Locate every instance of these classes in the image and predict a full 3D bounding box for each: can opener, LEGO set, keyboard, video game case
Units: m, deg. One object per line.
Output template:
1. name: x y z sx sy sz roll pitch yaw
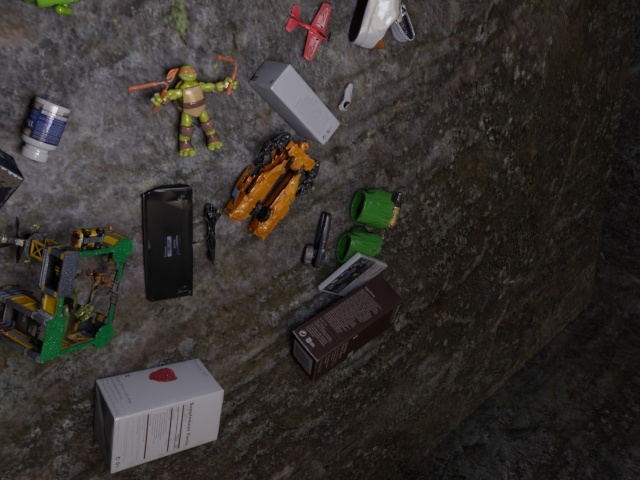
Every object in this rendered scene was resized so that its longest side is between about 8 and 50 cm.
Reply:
1. can opener: 0.000 0.000 1.564 0.073 0.059 0.185 8 106 -41
2. LEGO set: -0.583 0.097 1.096 0.255 0.192 0.330 -29 137 -63
3. keyboard: -0.359 0.006 1.295 0.202 0.033 0.316 -7 117 -30
4. video game case: 0.110 0.120 1.675 0.190 0.022 0.173 -42 145 22

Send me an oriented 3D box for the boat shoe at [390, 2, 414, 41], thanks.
1. boat shoe: 0.220 -0.650 1.414 0.066 0.063 0.184 -41 131 -15

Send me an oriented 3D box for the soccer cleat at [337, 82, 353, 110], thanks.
1. soccer cleat: 0.078 -0.414 1.436 0.029 0.036 0.083 19 99 -43

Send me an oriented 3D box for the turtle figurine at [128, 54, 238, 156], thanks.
1. turtle figurine: -0.307 -0.308 1.141 0.270 0.087 0.217 -30 136 -35

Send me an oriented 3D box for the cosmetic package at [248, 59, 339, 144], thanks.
1. cosmetic package: -0.065 -0.358 1.294 0.085 0.117 0.231 -54 135 -5

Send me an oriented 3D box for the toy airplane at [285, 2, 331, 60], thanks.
1. toy airplane: -0.031 -0.550 1.285 0.151 0.028 0.151 -17 120 -33

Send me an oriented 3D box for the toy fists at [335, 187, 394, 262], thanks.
1. toy fists: 0.151 -0.042 1.645 0.143 0.096 0.278 8 109 -32

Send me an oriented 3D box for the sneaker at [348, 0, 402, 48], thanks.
1. sneaker: 0.177 -0.665 1.336 0.123 0.106 0.289 8 118 -25

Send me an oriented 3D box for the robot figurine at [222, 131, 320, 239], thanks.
1. robot figurine: -0.130 -0.158 1.362 0.290 0.085 0.211 -54 134 -3

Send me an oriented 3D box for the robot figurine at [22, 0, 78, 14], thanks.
1. robot figurine: -0.497 -0.471 0.917 0.115 0.067 0.101 -24 113 -29

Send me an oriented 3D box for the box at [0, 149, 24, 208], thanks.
1. box: -0.647 -0.141 0.896 0.093 0.158 0.156 -53 134 -5

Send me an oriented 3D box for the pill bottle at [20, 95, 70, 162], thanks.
1. pill bottle: -0.556 -0.221 0.994 0.067 0.067 0.120 18 99 -43

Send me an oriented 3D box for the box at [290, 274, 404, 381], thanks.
1. box: 0.090 0.298 1.696 0.382 0.143 0.191 -32 153 -25

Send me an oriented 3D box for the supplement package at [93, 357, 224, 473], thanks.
1. supplement package: -0.442 0.464 1.354 0.293 0.178 0.175 -4 113 -39

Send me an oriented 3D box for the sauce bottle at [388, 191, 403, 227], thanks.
1. sauce bottle: 0.257 -0.107 1.733 0.042 0.042 0.128 3 108 -40
